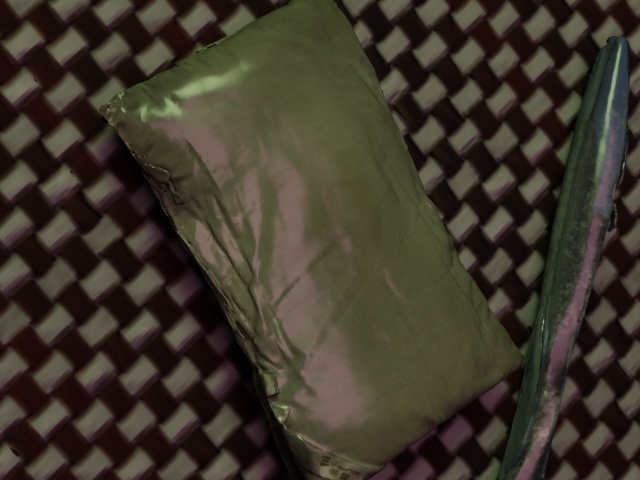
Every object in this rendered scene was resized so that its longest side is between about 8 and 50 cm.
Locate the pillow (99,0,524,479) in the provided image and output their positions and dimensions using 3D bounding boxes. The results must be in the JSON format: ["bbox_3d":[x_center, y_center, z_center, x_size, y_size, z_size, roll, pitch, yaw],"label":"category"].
[{"bbox_3d":[0.000,0.000,0.979,0.148,0.050,0.230,-31,100,-32],"label":"pillow"}]

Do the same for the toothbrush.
[{"bbox_3d":[0.114,0.088,1.035,0.042,0.035,0.413,18,79,-22],"label":"toothbrush"}]
